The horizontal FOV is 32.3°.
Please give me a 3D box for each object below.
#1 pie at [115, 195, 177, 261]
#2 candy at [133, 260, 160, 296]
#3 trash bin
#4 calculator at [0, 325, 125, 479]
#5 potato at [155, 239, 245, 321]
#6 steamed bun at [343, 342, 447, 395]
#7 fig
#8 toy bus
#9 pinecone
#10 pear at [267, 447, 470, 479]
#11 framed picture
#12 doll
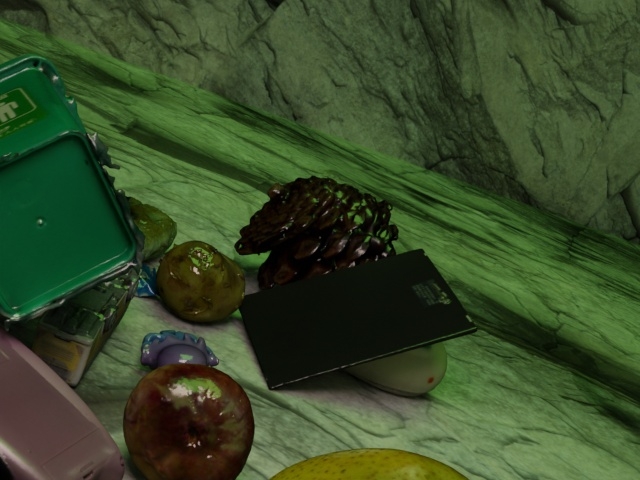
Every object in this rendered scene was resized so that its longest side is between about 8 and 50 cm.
[{"bbox_3d":[-0.414,-0.048,1.967,0.323,0.070,0.323,20,17,-6],"label":"pie"},{"bbox_3d":[-0.328,0.057,1.802,0.136,0.038,0.088,13,30,-23],"label":"candy"},{"bbox_3d":[-0.381,-0.047,1.414,0.259,0.295,0.381,-27,25,-13],"label":"trash bin"},{"bbox_3d":[-0.345,0.176,1.217,0.294,0.043,0.194,44,19,6],"label":"calculator"},{"bbox_3d":[-0.195,0.068,1.792,0.137,0.137,0.176,33,-2,32],"label":"potato"},{"bbox_3d":[0.109,0.166,1.858,0.228,0.131,0.177,24,15,15],"label":"steamed bun"},{"bbox_3d":[-0.178,0.224,1.326,0.143,0.160,0.230,-31,11,-35],"label":"fig"},{"bbox_3d":[-0.322,0.103,1.531,0.092,0.106,0.268,21,18,-2],"label":"toy bus"},{"bbox_3d":[0.000,0.007,2.023,0.296,0.242,0.298,22,2,-26],"label":"pinecone"},{"bbox_3d":[0.042,0.324,0.966,0.294,0.294,0.294,21,16,-6],"label":"pear"},{"bbox_3d":[0.050,0.119,1.786,0.338,0.014,0.255,-15,32,-10],"label":"framed picture"},{"bbox_3d":[-0.205,0.161,1.584,0.110,0.067,0.206,3,9,-14],"label":"doll"}]
